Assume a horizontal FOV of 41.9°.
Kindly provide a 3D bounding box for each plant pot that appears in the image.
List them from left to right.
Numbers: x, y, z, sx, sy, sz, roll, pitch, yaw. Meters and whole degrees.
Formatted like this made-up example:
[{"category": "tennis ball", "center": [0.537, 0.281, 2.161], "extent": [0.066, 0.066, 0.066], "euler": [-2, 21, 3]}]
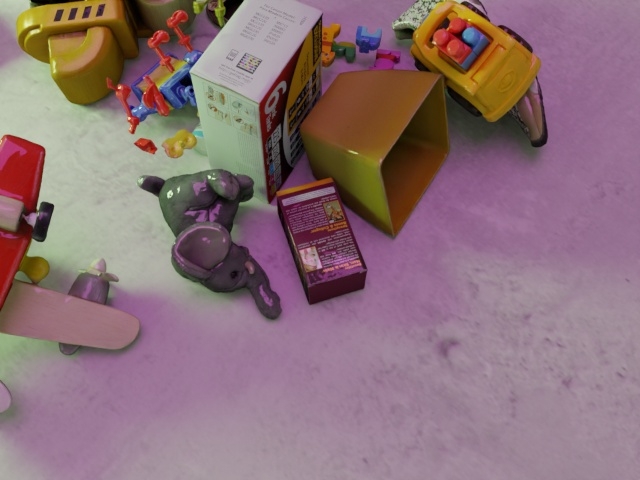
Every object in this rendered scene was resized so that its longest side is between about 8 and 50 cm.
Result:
[{"category": "plant pot", "center": [0.088, -0.173, 1.448], "extent": [0.187, 0.212, 0.212], "euler": [24, 66, 25]}]

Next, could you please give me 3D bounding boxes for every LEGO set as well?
[{"category": "LEGO set", "center": [0.036, -0.354, 1.593], "extent": [0.227, 0.087, 0.093], "euler": [9, 64, 5]}]

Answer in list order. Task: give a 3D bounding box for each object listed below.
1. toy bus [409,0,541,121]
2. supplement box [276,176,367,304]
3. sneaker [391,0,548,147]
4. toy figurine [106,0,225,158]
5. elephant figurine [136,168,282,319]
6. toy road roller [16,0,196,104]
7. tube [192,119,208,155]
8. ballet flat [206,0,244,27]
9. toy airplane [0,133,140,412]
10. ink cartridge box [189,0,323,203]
[{"category": "toy bus", "center": [0.230, -0.326, 1.400], "extent": [0.220, 0.211, 0.149], "euler": [45, 105, 27]}, {"category": "supplement box", "center": [0.000, 0.000, 1.420], "extent": [0.104, 0.081, 0.188], "euler": [-16, 65, -8]}, {"category": "sneaker", "center": [0.274, -0.311, 1.566], "extent": [0.182, 0.158, 0.410], "euler": [-34, 64, 7]}, {"category": "toy figurine", "center": [-0.262, -0.325, 1.527], "extent": [0.362, 0.191, 0.217], "euler": [-49, 35, -19]}, {"category": "elephant figurine", "center": [-0.181, 0.012, 1.385], "extent": [0.186, 0.169, 0.240], "euler": [-8, 78, 28]}, {"category": "toy road roller", "center": [-0.394, -0.392, 1.558], "extent": [0.329, 0.202, 0.241], "euler": [-7, 78, -3]}, {"category": "tube", "center": [-0.177, -0.251, 1.566], "extent": [0.080, 0.052, 0.207], "euler": [21, 60, 9]}, {"category": "ballet flat", "center": [-0.132, -0.437, 1.621], "extent": [0.249, 0.058, 0.084], "euler": [29, 80, 31]}, {"category": "toy airplane", "center": [-0.528, 0.069, 1.309], "extent": [0.384, 0.272, 0.386], "euler": [-27, 110, -5]}, {"category": "ink cartridge box", "center": [-0.080, -0.263, 1.423], "extent": [0.130, 0.309, 0.272], "euler": [26, 67, 12]}]
